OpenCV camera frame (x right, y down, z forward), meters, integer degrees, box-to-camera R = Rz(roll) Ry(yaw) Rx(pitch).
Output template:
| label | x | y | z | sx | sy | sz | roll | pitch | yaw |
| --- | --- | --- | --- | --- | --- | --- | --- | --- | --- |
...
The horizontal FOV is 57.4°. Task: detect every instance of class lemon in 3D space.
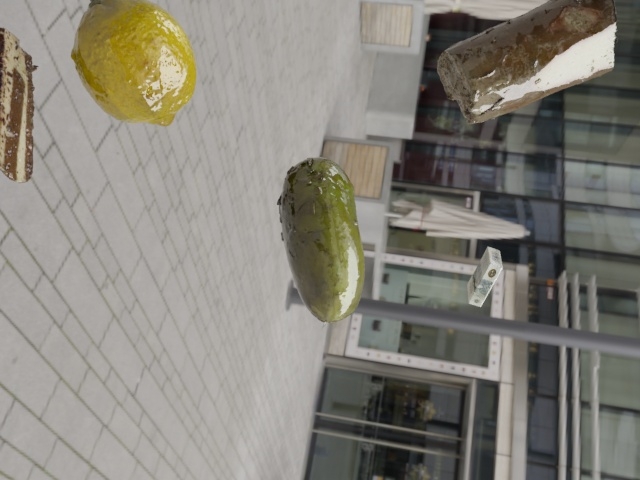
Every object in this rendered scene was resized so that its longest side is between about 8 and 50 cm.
| label | x | y | z | sx | sy | sz | roll | pitch | yaw |
| --- | --- | --- | --- | --- | --- | --- | --- | --- | --- |
| lemon | -0.308 | -0.299 | 0.980 | 0.231 | 0.192 | 0.192 | 63 | 25 | -26 |

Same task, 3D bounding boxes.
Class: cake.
| label | x | y | z | sx | sy | sz | roll | pitch | yaw |
| --- | --- | --- | --- | --- | --- | --- | --- | --- | --- |
| cake | -0.553 | -0.211 | 0.955 | 0.112 | 0.135 | 0.246 | 83 | 3 | -79 |

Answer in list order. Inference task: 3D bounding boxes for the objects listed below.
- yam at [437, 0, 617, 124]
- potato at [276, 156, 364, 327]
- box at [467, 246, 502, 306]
| label | x | y | z | sx | sy | sz | roll | pitch | yaw |
| --- | --- | --- | --- | --- | --- | --- | --- | --- | --- |
| yam | 0.295 | -0.262 | 0.836 | 0.128 | 0.238 | 0.129 | -69 | 138 | -73 |
| potato | 0.000 | 0.000 | 0.845 | 0.149 | 0.113 | 0.251 | 151 | -63 | -69 |
| box | 0.264 | 0.059 | 0.944 | 0.054 | 0.024 | 0.083 | -75 | -177 | -58 |
